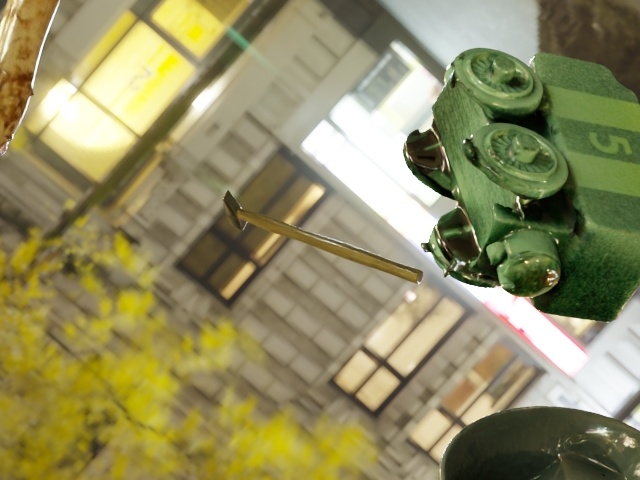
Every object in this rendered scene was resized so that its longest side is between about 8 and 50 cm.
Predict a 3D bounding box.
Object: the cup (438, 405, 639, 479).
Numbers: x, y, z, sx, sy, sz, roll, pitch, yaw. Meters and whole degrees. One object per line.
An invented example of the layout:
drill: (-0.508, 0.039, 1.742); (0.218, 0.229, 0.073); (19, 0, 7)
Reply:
cup: (0.196, 0.255, 1.043); (0.199, 0.199, 0.150); (-131, 34, -56)

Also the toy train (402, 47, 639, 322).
toy train: (0.217, -0.066, 1.227); (0.238, 0.167, 0.299); (8, -134, -16)

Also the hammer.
hammer: (0.000, 0.000, 1.137); (0.199, 0.013, 0.062); (19, 159, 19)

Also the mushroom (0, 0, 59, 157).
mushroom: (-0.237, -0.172, 0.980); (0.233, 0.302, 0.208); (17, -162, -38)
